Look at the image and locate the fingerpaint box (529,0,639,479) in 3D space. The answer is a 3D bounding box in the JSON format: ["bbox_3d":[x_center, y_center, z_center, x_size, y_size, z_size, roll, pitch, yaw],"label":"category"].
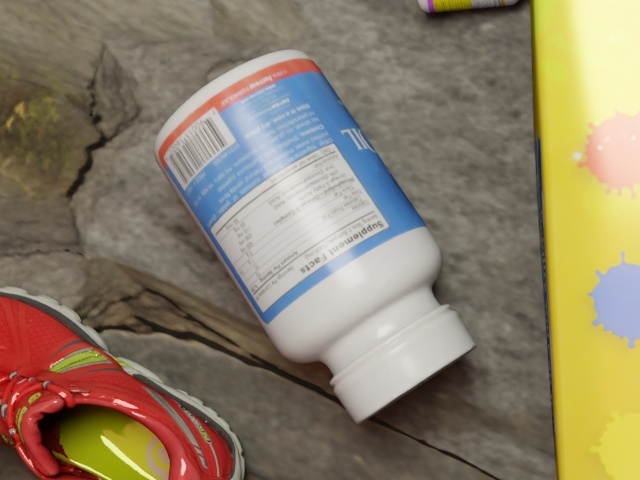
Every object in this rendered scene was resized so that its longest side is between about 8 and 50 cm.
[{"bbox_3d":[0.193,-0.041,0.594,0.163,0.371,0.444,-3,88,13],"label":"fingerpaint box"}]

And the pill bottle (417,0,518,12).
[{"bbox_3d":[0.105,-0.174,0.786,0.083,0.043,0.043,-3,87,13],"label":"pill bottle"}]

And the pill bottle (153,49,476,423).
[{"bbox_3d":[0.000,0.000,0.764,0.124,0.124,0.221,-35,81,10],"label":"pill bottle"}]

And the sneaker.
[{"bbox_3d":[-0.181,0.106,0.804,0.279,0.118,0.107,22,92,13],"label":"sneaker"}]
